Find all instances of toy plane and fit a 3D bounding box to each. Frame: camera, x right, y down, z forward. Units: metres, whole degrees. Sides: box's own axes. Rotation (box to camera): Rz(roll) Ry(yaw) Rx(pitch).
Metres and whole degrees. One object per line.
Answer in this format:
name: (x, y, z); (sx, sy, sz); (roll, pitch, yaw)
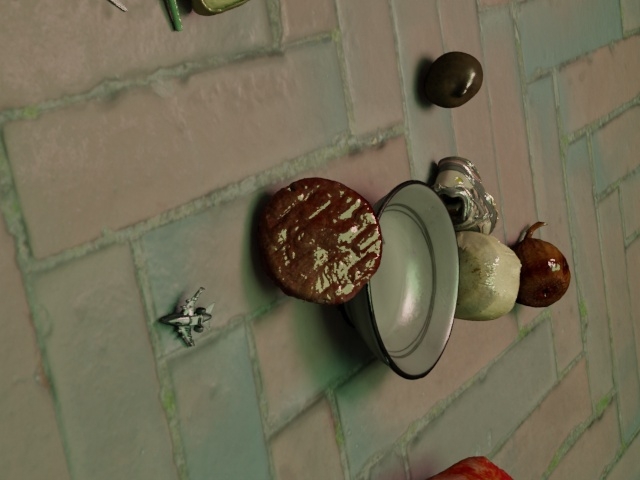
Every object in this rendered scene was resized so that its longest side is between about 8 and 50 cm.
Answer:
toy plane: (-0.165, 0.098, 1.241); (0.083, 0.031, 0.078); (-4, 106, -56)

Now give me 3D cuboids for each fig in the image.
fig: (0.431, 0.029, 2.003); (0.146, 0.133, 0.201); (86, 1, -56)

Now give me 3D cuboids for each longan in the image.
longan: (0.233, -0.279, 1.724); (0.092, 0.113, 0.113); (58, 47, -30)

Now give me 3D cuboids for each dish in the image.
dish: (0.112, 0.062, 1.560); (0.316, 0.106, 0.316); (0, 90, -56)

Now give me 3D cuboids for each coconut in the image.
coconut: (0.274, 0.064, 1.740); (0.162, 0.161, 0.161); (6, 85, -55)

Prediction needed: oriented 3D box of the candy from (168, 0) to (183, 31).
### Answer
candy: (-0.206, -0.387, 1.174); (0.078, 0.084, 0.288); (-77, 160, -59)

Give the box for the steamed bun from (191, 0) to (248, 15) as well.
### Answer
steamed bun: (-0.094, -0.419, 1.222); (0.231, 0.110, 0.212); (-27, 127, -4)

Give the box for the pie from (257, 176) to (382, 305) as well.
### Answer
pie: (0.000, 0.000, 1.373); (0.182, 0.049, 0.182); (2, 81, -13)

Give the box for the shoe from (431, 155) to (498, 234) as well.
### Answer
shoe: (0.253, -0.059, 1.765); (0.092, 0.089, 0.180); (-54, 128, -40)

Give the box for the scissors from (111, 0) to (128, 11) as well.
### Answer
scissors: (-0.252, -0.289, 1.145); (0.083, 0.006, 0.036); (36, 63, -48)

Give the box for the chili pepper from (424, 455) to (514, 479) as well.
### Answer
chili pepper: (0.217, 0.494, 1.635); (0.305, 0.229, 0.251); (-12, 97, -64)
